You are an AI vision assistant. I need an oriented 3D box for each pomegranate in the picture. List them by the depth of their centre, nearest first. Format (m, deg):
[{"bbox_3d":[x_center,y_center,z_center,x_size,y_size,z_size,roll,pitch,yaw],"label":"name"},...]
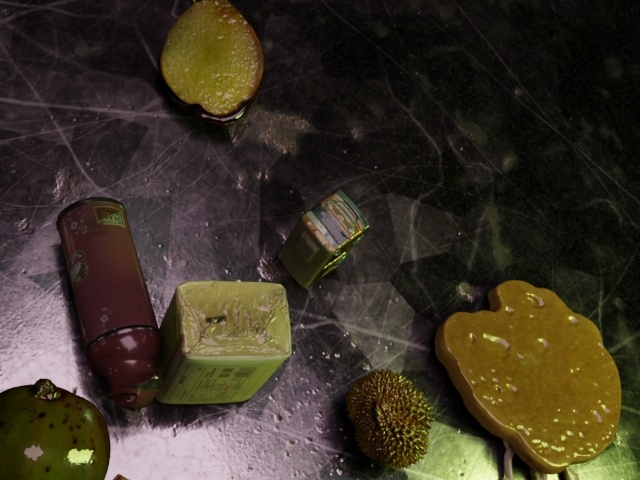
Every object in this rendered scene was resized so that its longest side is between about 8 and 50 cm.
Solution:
[{"bbox_3d":[-0.374,0.313,1.165,0.198,0.198,0.246,-2,70,-20],"label":"pomegranate"}]

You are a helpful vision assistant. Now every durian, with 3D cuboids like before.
[{"bbox_3d":[0.108,0.279,1.376,0.158,0.168,0.137,40,76,21],"label":"durian"}]

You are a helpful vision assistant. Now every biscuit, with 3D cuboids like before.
[{"bbox_3d":[0.373,0.225,1.534,0.351,0.057,0.312,38,55,4],"label":"biscuit"}]

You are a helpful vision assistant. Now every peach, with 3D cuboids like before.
[{"bbox_3d":[-0.198,-0.324,1.589,0.189,0.068,0.279,5,67,-9],"label":"peach"}]

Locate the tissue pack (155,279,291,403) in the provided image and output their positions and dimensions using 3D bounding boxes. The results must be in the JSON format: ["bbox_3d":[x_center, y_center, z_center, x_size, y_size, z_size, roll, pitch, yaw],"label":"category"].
[{"bbox_3d":[-0.150,0.154,1.289,0.159,0.234,0.125,1,65,-19],"label":"tissue pack"}]

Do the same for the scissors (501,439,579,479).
[{"bbox_3d":[0.382,0.470,1.454,0.160,0.024,0.318,-1,67,-22],"label":"scissors"}]

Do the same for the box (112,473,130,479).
[{"bbox_3d":[-0.141,0.467,1.086,0.385,0.344,0.122,32,59,-3],"label":"box"}]

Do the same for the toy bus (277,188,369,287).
[{"bbox_3d":[0.000,0.000,1.443,0.103,0.182,0.091,-35,81,-27],"label":"toy bus"}]

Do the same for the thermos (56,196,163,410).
[{"bbox_3d":[-0.318,0.104,1.299,0.136,0.109,0.330,-26,61,7],"label":"thermos"}]
